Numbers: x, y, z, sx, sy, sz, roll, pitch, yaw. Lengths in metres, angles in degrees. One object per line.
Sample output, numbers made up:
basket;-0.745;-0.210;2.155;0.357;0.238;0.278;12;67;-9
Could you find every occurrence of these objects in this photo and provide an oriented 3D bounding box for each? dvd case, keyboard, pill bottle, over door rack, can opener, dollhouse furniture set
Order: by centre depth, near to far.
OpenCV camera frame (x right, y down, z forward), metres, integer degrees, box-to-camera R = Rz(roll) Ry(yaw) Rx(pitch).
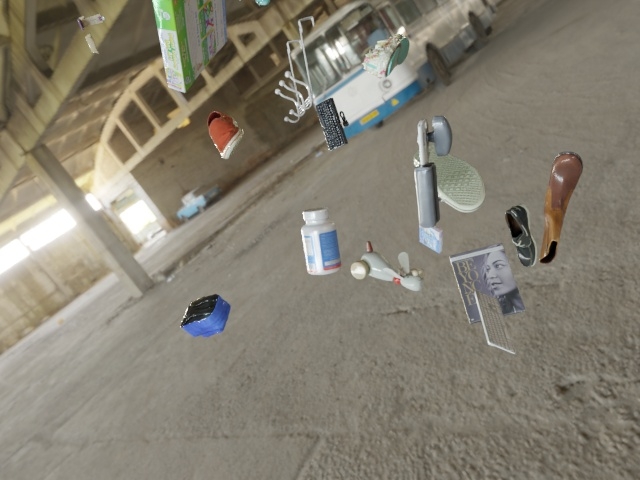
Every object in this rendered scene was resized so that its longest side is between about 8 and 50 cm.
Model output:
can opener;0.293;-0.174;1.391;0.095;0.284;0.076;0;19;27
keyboard;0.459;0.210;1.436;0.256;0.072;0.014;-75;2;-64
dvd case;0.499;0.127;1.632;0.164;0.222;0.018;-15;-27;7
dollhouse furniture set;-0.734;-0.684;1.782;0.081;0.115;0.091;-22;31;-11
pill bottle;0.000;0.000;1.896;0.124;0.222;0.124;-7;10;1
keyboard;0.050;-0.432;1.992;0.108;0.180;0.023;-19;-2;27
over door rack;-0.098;-0.620;1.994;0.108;0.325;0.239;0;0;-14

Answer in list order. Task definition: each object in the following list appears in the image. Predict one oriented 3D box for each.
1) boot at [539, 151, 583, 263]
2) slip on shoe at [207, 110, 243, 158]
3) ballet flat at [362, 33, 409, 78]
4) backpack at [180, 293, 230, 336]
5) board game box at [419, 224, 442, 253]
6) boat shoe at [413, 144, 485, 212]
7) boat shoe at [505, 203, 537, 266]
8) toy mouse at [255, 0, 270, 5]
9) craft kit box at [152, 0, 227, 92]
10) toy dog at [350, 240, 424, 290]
boot;0.739;-0.104;1.700;0.264;0.096;0.281;89;-157;-55
slip on shoe;-0.348;-0.381;1.928;0.123;0.101;0.331;-54;29;16
ballet flat;0.166;-0.474;1.366;0.241;0.077;0.091;-54;-22;-55
backpack;-0.296;0.201;1.458;0.120;0.101;0.098;-26;40;31
board game box;0.363;-0.015;1.784;0.020;0.090;0.090;-31;42;-24
boat shoe;0.542;-0.240;2.260;0.186;0.156;0.500;-28;34;0
boat shoe;0.711;-0.009;1.936;0.079;0.233;0.084;-24;15;-30
toy mouse;-0.219;-0.911;2.002;0.161;0.142;0.031;139;139;-68
craft kit box;-0.309;-0.537;1.326;0.250;0.060;0.247;98;-169;-53
toy dog;0.301;0.102;2.389;0.333;0.161;0.220;7;26;16
